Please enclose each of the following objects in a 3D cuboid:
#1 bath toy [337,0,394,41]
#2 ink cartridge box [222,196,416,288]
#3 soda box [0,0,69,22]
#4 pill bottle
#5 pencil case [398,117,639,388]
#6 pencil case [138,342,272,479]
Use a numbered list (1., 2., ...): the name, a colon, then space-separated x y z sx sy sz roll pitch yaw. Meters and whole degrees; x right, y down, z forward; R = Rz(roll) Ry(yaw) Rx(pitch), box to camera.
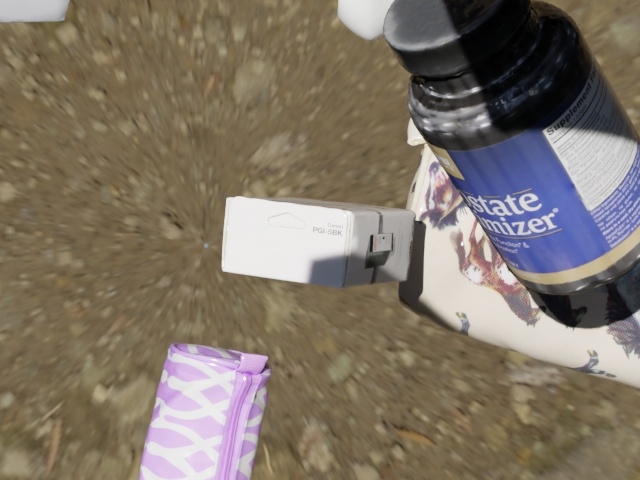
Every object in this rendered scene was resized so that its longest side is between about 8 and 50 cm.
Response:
1. bath toy: 0.082 -0.249 1.572 0.129 0.348 0.151 4 103 1
2. ink cartridge box: 0.000 0.000 1.337 0.099 0.135 0.056 8 94 23
3. soda box: -0.197 -0.253 1.282 0.069 0.216 0.074 -5 53 -26
4. pill bottle: 0.132 -0.077 1.190 0.123 0.123 0.219 -39 124 -3
5. pencil case: 0.252 0.023 1.479 0.410 0.160 0.183 16 112 10
6. pencil case: -0.090 0.177 1.350 0.086 0.088 0.206 7 93 -26
